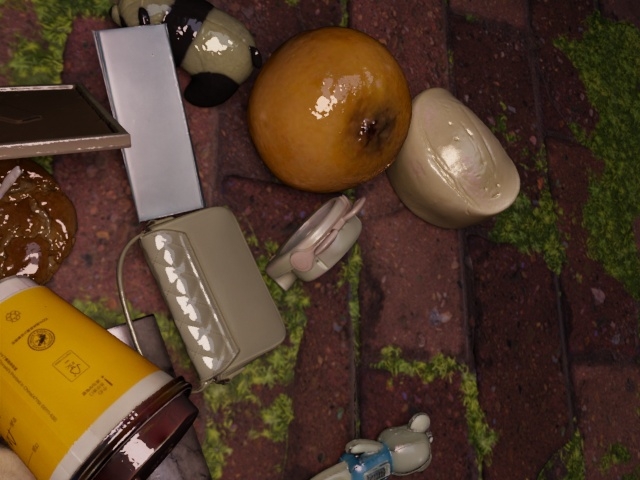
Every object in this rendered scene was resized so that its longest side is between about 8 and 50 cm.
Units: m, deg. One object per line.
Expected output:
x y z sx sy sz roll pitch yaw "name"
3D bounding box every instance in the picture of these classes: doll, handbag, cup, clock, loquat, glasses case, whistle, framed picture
-0.206 -0.317 0.925 0.234 0.135 0.143 27 65 -14 "doll"
-0.182 0.086 0.850 0.219 0.079 0.256 -24 89 -42 "handbag"
-0.292 0.177 0.689 0.280 0.196 0.196 38 62 9 "cup"
0.000 0.000 0.914 0.062 0.191 0.151 45 63 -10 "clock"
0.015 -0.200 0.939 0.263 0.263 0.263 7 75 -25 "loquat"
-0.233 0.257 0.807 0.114 0.060 0.299 -18 86 -31 "glasses case"
-0.246 -0.168 0.856 0.105 0.056 0.266 -15 105 -23 "glasses case"
0.080 0.352 0.939 0.236 0.077 0.114 -15 113 -23 "whistle"
-0.378 -0.155 0.733 0.211 0.289 0.020 -11 120 -29 "framed picture"

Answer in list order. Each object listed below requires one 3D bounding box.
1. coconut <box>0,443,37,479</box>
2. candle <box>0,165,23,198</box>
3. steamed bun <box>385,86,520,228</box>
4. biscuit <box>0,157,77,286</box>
-0.411 0.315 0.649 0.183 0.171 0.171 -30 93 10 "coconut"
-0.469 0.006 0.637 0.330 0.187 0.187 -19 87 -11 "candle"
0.219 -0.129 1.053 0.155 0.200 0.250 -42 90 -12 "steamed bun"
-0.442 -0.023 0.782 0.226 0.042 0.226 6 76 -24 "biscuit"
